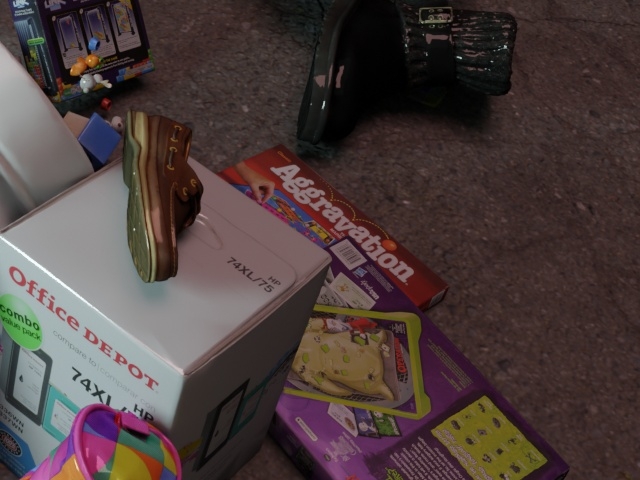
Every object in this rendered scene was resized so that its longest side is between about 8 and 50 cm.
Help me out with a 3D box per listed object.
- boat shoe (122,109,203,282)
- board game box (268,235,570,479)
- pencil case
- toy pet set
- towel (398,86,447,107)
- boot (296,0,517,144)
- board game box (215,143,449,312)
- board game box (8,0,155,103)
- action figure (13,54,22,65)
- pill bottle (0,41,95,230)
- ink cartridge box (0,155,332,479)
[{"bbox_3d":[-0.119,-0.039,0.919,0.060,0.064,0.178,2,42,-14],"label":"boat shoe"},{"bbox_3d":[0.054,0.158,1.178,0.208,0.056,0.347,-24,58,-33],"label":"board game box"},{"bbox_3d":[-0.204,0.215,0.901,0.104,0.236,0.104,31,37,-27],"label":"pencil case"},{"bbox_3d":[-0.250,-0.145,1.355,0.065,0.122,0.114,20,60,11],"label":"toy pet set"},{"bbox_3d":[0.132,-0.215,1.656,0.083,0.009,0.060,27,41,8],"label":"towel"},{"bbox_3d":[0.122,-0.223,1.551,0.260,0.131,0.348,16,43,3],"label":"boot"},{"bbox_3d":[0.000,0.000,1.363,0.281,0.027,0.145,41,44,22],"label":"board game box"},{"bbox_3d":[-0.284,-0.251,1.421,0.048,0.141,0.170,-2,17,36],"label":"board game box"},{"bbox_3d":[-0.425,-0.127,1.210,0.341,0.178,0.330,11,24,-27],"label":"action figure"},{"bbox_3d":[-0.390,0.002,0.950,0.392,0.224,0.224,-41,66,-15],"label":"pill bottle"},{"bbox_3d":[-0.150,0.095,1.019,0.198,0.270,0.197,35,44,17],"label":"ink cartridge box"}]
